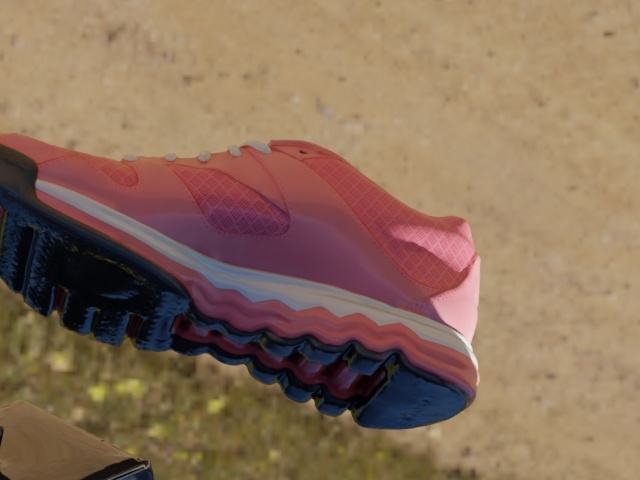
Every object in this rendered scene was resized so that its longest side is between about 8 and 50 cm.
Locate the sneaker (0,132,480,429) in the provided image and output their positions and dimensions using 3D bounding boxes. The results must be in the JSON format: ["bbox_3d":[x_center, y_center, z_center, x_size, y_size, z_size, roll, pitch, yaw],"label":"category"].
[{"bbox_3d":[-0.052,-0.003,0.964,0.313,0.136,0.116,22,149,-10],"label":"sneaker"}]

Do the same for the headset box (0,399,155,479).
[{"bbox_3d":[-0.152,0.235,0.937,0.131,0.283,0.246,-21,-170,-22],"label":"headset box"}]
